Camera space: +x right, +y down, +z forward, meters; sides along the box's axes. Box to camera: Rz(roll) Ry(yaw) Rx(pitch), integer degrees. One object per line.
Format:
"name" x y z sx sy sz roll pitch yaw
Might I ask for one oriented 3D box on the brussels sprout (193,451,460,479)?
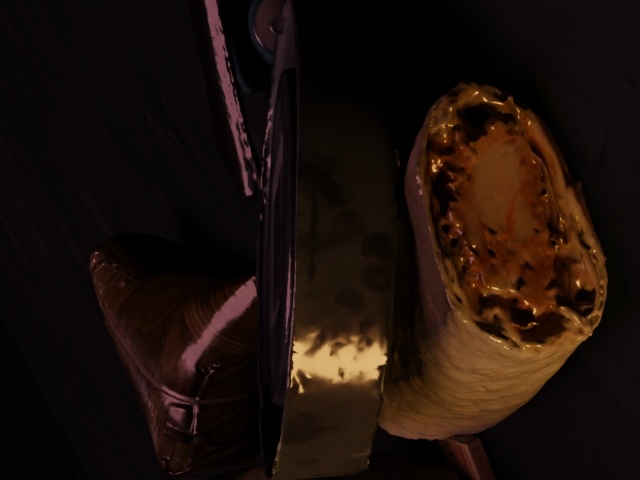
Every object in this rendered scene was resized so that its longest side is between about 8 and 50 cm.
"brussels sprout" -0.009 0.307 1.225 0.243 0.316 0.274 60 -156 -53

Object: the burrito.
"burrito" 0.088 0.033 0.972 0.143 0.105 0.299 63 164 18

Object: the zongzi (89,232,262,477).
"zongzi" -0.129 0.051 1.590 0.286 0.134 0.288 58 148 33

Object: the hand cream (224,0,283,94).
"hand cream" -0.046 -0.153 1.205 0.083 0.048 0.224 67 168 -8

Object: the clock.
"clock" -0.001 -0.001 1.013 0.312 0.061 0.313 -178 90 -85

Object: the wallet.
"wallet" -0.083 -0.175 1.186 0.146 0.030 0.285 -125 23 -65

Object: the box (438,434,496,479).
"box" 0.121 0.189 1.223 0.093 0.015 0.058 68 163 -11
